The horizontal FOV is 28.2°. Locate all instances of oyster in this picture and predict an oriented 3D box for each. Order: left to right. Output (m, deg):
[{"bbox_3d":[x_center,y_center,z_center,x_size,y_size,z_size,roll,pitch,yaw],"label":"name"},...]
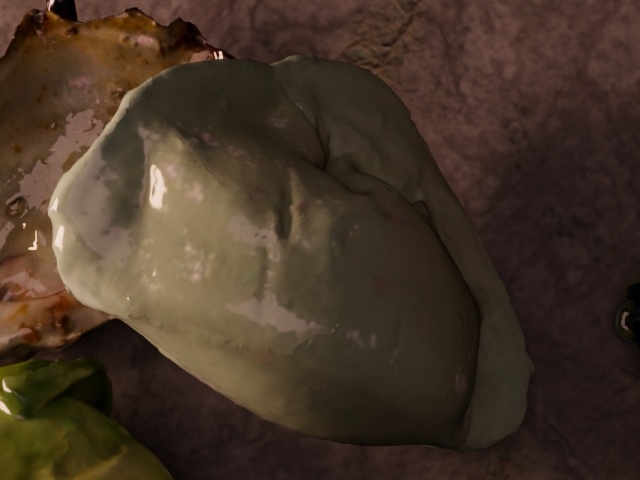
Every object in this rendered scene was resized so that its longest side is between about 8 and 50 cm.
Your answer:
[{"bbox_3d":[-0.189,-0.012,0.969,0.221,0.096,0.361,32,83,1],"label":"oyster"}]

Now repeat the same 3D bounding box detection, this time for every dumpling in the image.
[{"bbox_3d":[-0.018,0.023,0.877,0.212,0.320,0.270,-28,58,16],"label":"dumpling"}]

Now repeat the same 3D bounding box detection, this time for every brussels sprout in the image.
[{"bbox_3d":[-0.200,0.224,0.865,0.259,0.227,0.294,28,76,14],"label":"brussels sprout"}]

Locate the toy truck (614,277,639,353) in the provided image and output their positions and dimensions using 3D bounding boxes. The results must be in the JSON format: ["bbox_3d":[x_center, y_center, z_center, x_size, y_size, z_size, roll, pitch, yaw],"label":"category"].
[{"bbox_3d":[0.290,0.111,0.904,0.116,0.085,0.191,-11,83,-6],"label":"toy truck"}]
